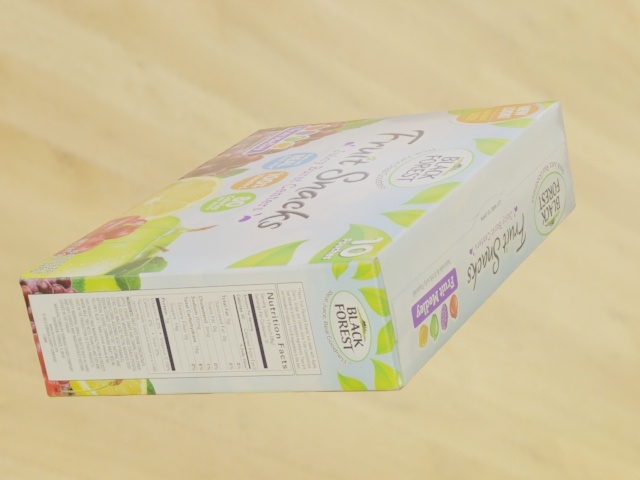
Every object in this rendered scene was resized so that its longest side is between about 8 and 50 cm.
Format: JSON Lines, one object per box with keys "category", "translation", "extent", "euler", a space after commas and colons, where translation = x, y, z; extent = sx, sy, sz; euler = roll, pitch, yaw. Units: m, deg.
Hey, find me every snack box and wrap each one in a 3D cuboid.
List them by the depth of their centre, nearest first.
{"category": "snack box", "translation": [0.000, 0.000, 0.526], "extent": [0.141, 0.100, 0.037], "euler": [-39, 123, -59]}
